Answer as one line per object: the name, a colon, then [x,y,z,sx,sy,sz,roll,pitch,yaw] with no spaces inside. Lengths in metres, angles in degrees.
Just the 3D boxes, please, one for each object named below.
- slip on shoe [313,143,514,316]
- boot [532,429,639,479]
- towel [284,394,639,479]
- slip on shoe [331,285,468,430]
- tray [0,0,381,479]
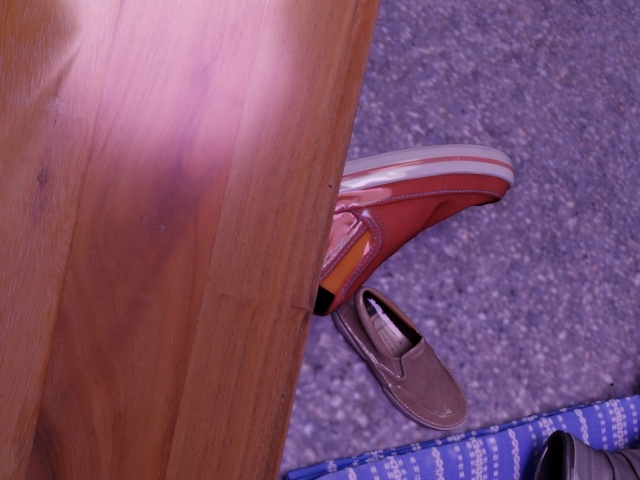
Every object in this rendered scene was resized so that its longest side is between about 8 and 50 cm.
slip on shoe: [0.000,0.000,0.550,0.331,0.123,0.101,-17,92,-25]
boot: [0.240,0.169,0.572,0.161,0.083,0.247,22,62,-12]
towel: [0.144,0.254,0.552,0.335,0.040,0.243,-6,73,-26]
slip on shoe: [0.065,0.087,0.580,0.051,0.041,0.135,-38,88,-31]
tray: [-0.101,-0.004,0.415,0.202,0.076,0.411,11,94,-18]
